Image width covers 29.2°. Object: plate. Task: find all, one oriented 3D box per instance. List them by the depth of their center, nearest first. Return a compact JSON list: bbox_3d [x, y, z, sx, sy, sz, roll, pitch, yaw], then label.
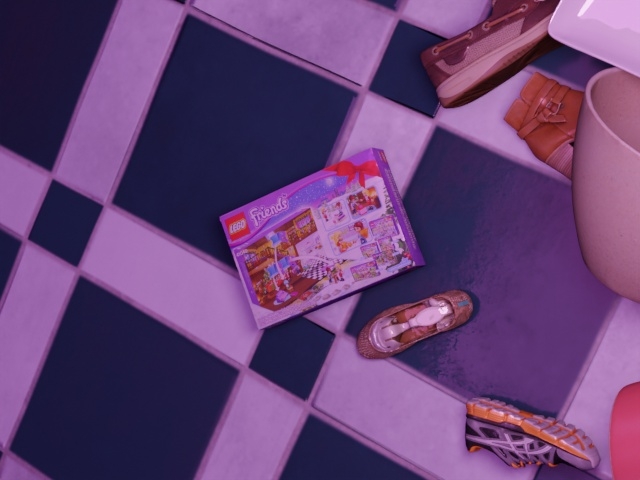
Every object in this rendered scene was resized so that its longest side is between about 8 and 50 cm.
[{"bbox_3d":[0.488,-0.341,1.642,0.278,0.045,0.277,30,99,19],"label":"plate"}]

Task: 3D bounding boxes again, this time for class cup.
[{"bbox_3d":[0.471,-0.051,1.642,0.331,0.331,0.237,32,127,21],"label":"cup"}]

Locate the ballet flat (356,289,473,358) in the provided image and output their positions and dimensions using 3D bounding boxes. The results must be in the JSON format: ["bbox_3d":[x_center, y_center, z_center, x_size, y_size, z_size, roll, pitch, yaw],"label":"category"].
[{"bbox_3d":[0.135,0.128,1.895,0.206,0.067,0.073,-28,79,22],"label":"ballet flat"}]

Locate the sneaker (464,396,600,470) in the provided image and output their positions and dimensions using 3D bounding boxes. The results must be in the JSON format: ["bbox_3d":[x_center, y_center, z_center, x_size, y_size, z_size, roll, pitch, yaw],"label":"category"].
[{"bbox_3d":[0.309,0.300,1.812,0.215,0.084,0.083,17,99,32],"label":"sneaker"}]

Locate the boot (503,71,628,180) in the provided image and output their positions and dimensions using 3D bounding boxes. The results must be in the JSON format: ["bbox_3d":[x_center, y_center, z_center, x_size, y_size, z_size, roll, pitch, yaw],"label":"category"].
[{"bbox_3d":[0.373,-0.202,1.793,0.152,0.073,0.197,45,104,22],"label":"boot"}]

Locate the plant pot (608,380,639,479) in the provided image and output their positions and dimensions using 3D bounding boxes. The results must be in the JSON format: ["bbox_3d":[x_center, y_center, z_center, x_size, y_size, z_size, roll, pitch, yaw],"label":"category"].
[{"bbox_3d":[0.531,0.280,1.624,0.243,0.275,0.275,-9,86,32],"label":"plant pot"}]

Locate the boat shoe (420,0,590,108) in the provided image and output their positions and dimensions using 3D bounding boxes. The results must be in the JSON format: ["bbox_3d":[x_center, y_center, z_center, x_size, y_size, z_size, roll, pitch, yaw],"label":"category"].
[{"bbox_3d":[0.296,-0.330,1.805,0.342,0.123,0.123,-34,77,26],"label":"boat shoe"}]

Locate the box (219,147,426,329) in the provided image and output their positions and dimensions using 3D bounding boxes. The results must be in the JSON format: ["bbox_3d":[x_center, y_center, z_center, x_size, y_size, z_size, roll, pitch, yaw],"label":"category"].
[{"bbox_3d":[0.000,0.000,1.963,0.293,0.057,0.201,-23,81,22],"label":"box"}]
